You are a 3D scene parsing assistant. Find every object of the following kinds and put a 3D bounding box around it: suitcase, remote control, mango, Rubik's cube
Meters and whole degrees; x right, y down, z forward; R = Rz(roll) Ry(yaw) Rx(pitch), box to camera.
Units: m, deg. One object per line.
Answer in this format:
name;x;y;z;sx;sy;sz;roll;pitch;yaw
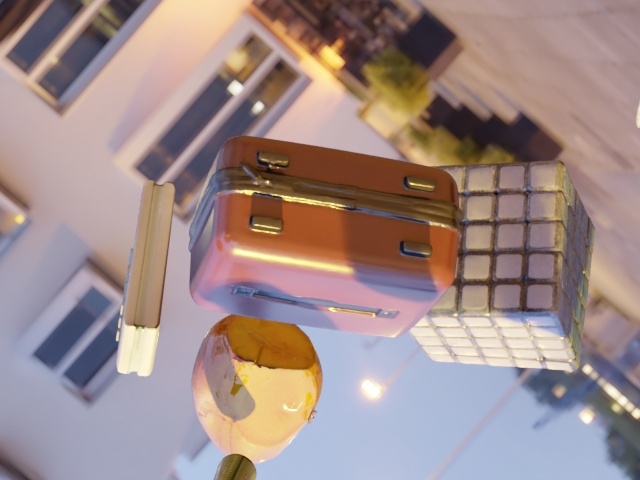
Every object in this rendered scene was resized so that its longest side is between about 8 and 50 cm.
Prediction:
suitcase;0.000;0.000;1.719;0.297;0.161;0.236;8;157;-11
remote control;-0.243;0.047;2.042;0.055;0.103;0.277;8;-135;-8
mango;-0.104;0.222;2.135;0.187;0.257;0.138;22;-139;-6
Rubik's cube;0.251;0.037;2.099;0.238;0.237;0.237;0;156;20

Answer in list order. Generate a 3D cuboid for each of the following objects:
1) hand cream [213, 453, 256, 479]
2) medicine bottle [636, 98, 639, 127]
hand cream;-0.133;0.355;1.926;0.055;0.086;0.235;25;-154;1
medicine bottle;0.537;-0.135;1.709;0.324;0.124;0.179;18;154;20
